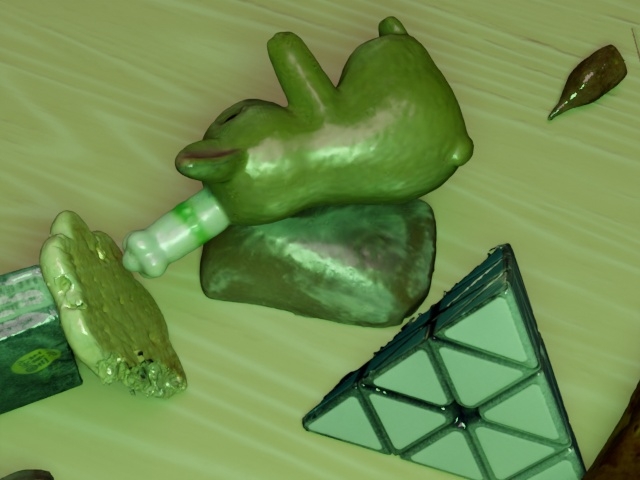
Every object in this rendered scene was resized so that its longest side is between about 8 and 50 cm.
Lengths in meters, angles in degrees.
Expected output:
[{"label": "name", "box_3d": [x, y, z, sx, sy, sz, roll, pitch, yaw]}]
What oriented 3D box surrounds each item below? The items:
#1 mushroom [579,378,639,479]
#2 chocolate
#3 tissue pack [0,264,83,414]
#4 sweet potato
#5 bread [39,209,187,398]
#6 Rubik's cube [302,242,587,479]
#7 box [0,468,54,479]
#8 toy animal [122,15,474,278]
[{"label": "mushroom", "box_3d": [0.391, 0.259, 1.232, 0.346, 0.260, 0.345, -13, 62, 26]}, {"label": "chocolate", "box_3d": [0.000, -0.002, 1.443, 0.254, 0.080, 0.156, 10, 63, 3]}, {"label": "tissue pack", "box_3d": [-0.371, 0.124, 1.303, 0.257, 0.185, 0.081, -19, 66, -12]}, {"label": "sweet potato", "box_3d": [0.308, -0.179, 1.571, 0.117, 0.049, 0.049, -41, 71, -9]}, {"label": "bread", "box_3d": [-0.209, 0.063, 1.316, 0.039, 0.251, 0.181, -29, 70, 6]}, {"label": "Rubik's cube", "box_3d": [0.155, 0.127, 1.352, 0.228, 0.228, 0.233, 8, 11, -39]}, {"label": "box", "box_3d": [-0.267, 0.301, 1.244, 0.151, 0.151, 0.135, -32, 59, -17]}, {"label": "toy animal", "box_3d": [-0.037, -0.097, 1.353, 0.363, 0.181, 0.180, -12, 50, -14]}]
